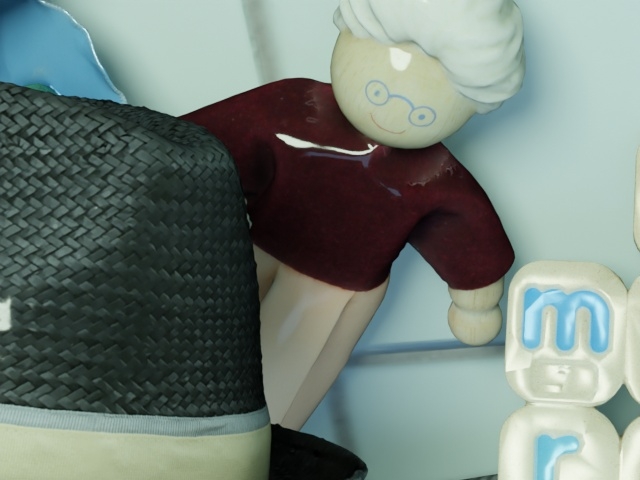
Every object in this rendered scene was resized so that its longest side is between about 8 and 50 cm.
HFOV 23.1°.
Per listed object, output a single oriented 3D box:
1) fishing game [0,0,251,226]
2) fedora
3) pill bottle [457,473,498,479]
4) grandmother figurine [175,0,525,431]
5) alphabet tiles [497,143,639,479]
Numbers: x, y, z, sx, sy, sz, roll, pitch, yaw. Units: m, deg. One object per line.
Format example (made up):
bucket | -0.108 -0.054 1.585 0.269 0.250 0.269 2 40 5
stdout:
fishing game | -0.177 -0.043 0.741 0.264 0.041 0.189 42 122 -4
fedora | -0.137 0.012 0.616 0.334 0.334 0.152 8 91 0
pill bottle | 0.125 0.228 0.847 0.363 0.210 0.210 -12 125 14
grandmother figurine | 0.000 0.000 0.761 0.208 0.104 0.342 15 130 -17
alphabet tiles | 0.228 0.084 0.736 0.284 0.021 0.277 2 83 8
